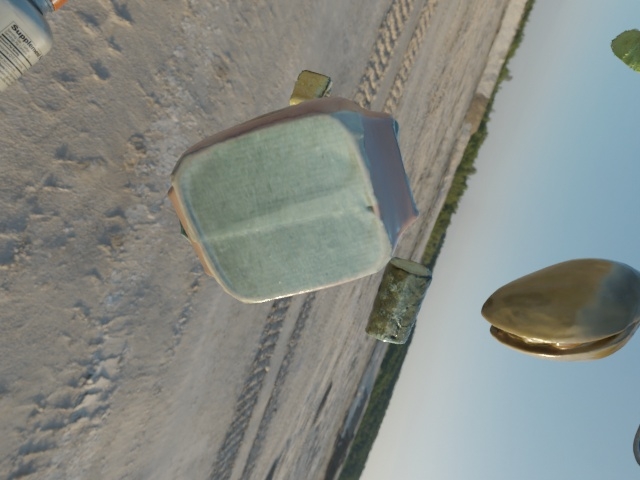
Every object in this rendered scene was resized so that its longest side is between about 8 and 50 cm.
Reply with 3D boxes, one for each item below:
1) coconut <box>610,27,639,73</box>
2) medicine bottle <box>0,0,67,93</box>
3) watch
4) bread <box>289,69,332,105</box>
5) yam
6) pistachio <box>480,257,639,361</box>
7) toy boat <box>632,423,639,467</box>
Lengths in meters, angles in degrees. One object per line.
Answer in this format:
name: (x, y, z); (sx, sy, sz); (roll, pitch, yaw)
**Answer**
coconut: (0.635, -0.340, 0.759); (0.055, 0.157, 0.133); (87, 4, -71)
medicine bottle: (-0.470, -0.268, 0.528); (0.289, 0.157, 0.157); (-51, 162, -12)
watch: (-0.032, -0.058, 0.448); (0.241, 0.253, 0.162); (-67, 142, -66)
bread: (-0.030, -0.439, 1.241); (0.082, 0.106, 0.125); (80, 33, -73)
yam: (0.169, 0.141, 0.909); (0.107, 0.107, 0.194); (-31, 140, -67)
pistachio: (0.294, 0.083, 0.497); (0.124, 0.184, 0.125); (31, 53, -53)
toy boat: (0.480, 0.264, 0.551); (0.223, 0.100, 0.097); (-13, 86, -45)
